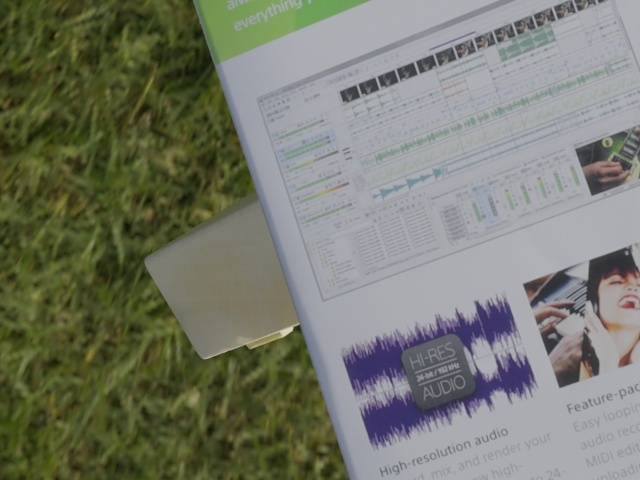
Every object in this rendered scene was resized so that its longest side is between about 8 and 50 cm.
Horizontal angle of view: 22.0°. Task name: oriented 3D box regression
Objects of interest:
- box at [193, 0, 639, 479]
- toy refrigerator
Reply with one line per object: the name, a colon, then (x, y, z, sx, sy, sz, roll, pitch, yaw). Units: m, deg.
box: (0.099, -0.019, 0.591, 0.232, 0.058, 0.322, -20, 81, 13)
toy refrigerator: (0.000, 0.000, 1.080, 0.269, 0.102, 0.094, -23, 99, 55)
